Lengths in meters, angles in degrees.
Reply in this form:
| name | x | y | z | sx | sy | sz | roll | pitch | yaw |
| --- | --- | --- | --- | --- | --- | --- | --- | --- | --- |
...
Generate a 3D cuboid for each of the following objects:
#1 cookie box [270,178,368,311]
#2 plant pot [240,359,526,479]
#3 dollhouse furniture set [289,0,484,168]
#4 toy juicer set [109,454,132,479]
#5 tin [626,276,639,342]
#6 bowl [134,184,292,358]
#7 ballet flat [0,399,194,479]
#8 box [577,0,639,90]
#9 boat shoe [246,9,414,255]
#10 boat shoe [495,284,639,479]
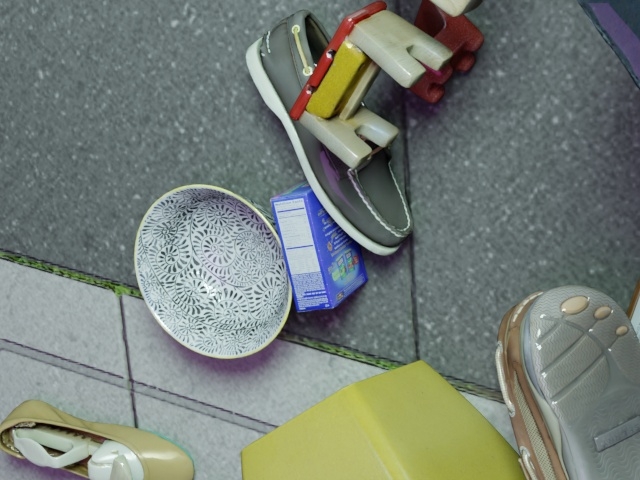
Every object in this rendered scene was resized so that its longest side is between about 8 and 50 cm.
| name | x | y | z | sx | sy | sz | roll | pitch | yaw |
| --- | --- | --- | --- | --- | --- | --- | --- | --- | --- |
| cookie box | 0.000 | 0.000 | 1.115 | 0.040 | 0.092 | 0.107 | -8 | 101 | 25 |
| plant pot | 0.052 | 0.229 | 1.105 | 0.212 | 0.212 | 0.187 | -35 | 76 | 31 |
| dollhouse furniture set | 0.100 | -0.261 | 0.930 | 0.152 | 0.201 | 0.374 | 41 | 125 | 10 |
| toy juicer set | -0.121 | 0.365 | 1.300 | 0.329 | 0.089 | 0.209 | 44 | 133 | -1 |
| tin | 0.301 | 0.090 | 1.026 | 0.106 | 0.040 | 0.189 | 23 | 115 | 23 |
| bowl | -0.086 | 0.020 | 1.170 | 0.170 | 0.080 | 0.170 | 8 | 109 | 24 |
| ballet flat | -0.249 | 0.235 | 1.323 | 0.232 | 0.073 | 0.080 | 11 | 111 | 23 |
| box | 0.338 | -0.229 | 0.676 | 0.293 | 0.395 | 0.212 | -37 | 87 | 39 |
| boat shoe | 0.019 | -0.095 | 1.080 | 0.069 | 0.081 | 0.227 | -34 | 86 | 35 |
| boat shoe | 0.229 | 0.191 | 1.015 | 0.116 | 0.123 | 0.324 | 173 | 82 | -70 |
